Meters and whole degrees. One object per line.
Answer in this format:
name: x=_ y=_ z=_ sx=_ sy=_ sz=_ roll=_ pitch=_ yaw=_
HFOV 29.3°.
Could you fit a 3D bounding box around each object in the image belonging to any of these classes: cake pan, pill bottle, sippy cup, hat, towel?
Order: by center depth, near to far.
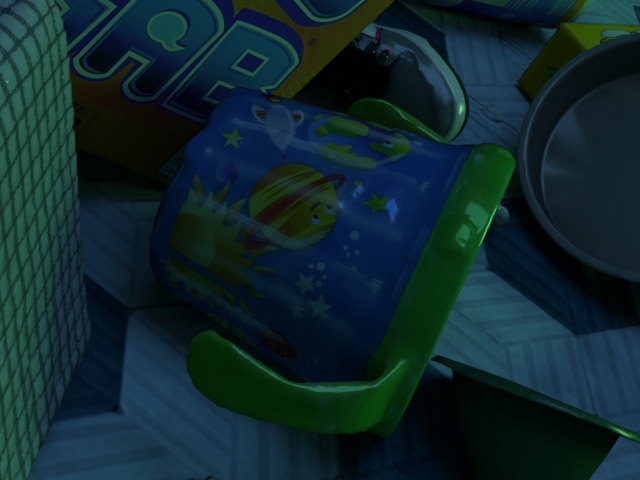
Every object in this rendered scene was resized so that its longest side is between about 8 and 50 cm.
towel: x=-0.225 y=0.013 z=0.715 sx=0.121 sy=0.284 sz=0.235 roll=6 pitch=36 yaw=5
sippy cup: x=0.000 y=0.000 z=0.931 sx=0.224 sy=0.240 sz=0.305 roll=24 pitch=5 yaw=6
hat: x=0.145 y=0.207 z=0.953 sx=0.173 sy=0.183 sz=0.208 roll=22 pitch=-3 yaw=-24
cake pan: x=0.350 y=-0.080 z=1.252 sx=0.293 sy=0.054 sz=0.293 roll=-5 pitch=63 yaw=10
pill bottle: x=0.195 y=-0.349 z=1.478 sx=0.272 sy=0.152 sz=0.152 roll=5 pitch=46 yaw=-30

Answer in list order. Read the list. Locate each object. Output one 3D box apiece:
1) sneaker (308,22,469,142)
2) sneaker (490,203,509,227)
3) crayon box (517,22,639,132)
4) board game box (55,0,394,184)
sneaker: x=-0.008 y=-0.183 z=1.178 sx=0.295 sy=0.124 sz=0.178 roll=40 pitch=33 yaw=21
sneaker: x=0.137 y=-0.014 z=1.174 sx=0.098 sy=0.038 sz=0.069 roll=11 pitch=44 yaw=-11
crayon box: x=0.461 y=-0.119 z=1.453 sx=0.363 sy=0.106 sz=0.313 roll=-6 pitch=51 yaw=-39
board game box: x=-0.159 y=-0.316 z=0.938 sx=0.356 sy=0.356 sz=0.356 roll=22 pitch=31 yaw=-57
